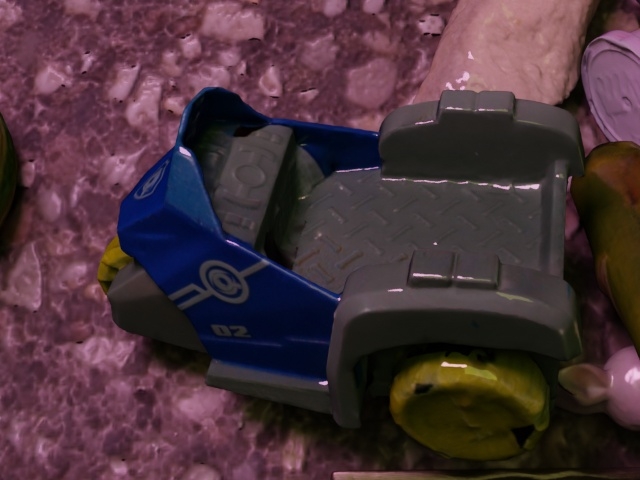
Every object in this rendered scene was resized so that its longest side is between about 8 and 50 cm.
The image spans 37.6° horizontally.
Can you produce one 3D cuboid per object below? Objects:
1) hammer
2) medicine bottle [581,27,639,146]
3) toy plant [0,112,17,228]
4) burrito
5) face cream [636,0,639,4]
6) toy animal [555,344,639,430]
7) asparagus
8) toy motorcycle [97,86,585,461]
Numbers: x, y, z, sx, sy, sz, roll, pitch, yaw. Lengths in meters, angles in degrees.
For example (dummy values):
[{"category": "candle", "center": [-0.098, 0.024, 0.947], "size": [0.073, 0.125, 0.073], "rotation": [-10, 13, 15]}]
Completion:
[{"category": "hammer", "center": [0.152, 0.159, 0.627], "size": [0.292, 0.029, 0.058], "rotation": [-2, 66, 5]}, {"category": "medicine bottle", "center": [0.406, -0.195, 0.706], "size": [0.425, 0.108, 0.108], "rotation": [-28, 69, -8]}, {"category": "toy plant", "center": [-0.332, -0.090, 0.600], "size": [0.224, 0.316, 0.185], "rotation": [-15, 69, -4]}, {"category": "burrito", "center": [0.172, -0.210, 0.746], "size": [0.117, 0.076, 0.392], "rotation": [24, 73, -2]}, {"category": "face cream", "center": [0.339, -0.308, 0.772], "size": [0.144, 0.071, 0.291], "rotation": [34, 74, 6]}, {"category": "toy animal", "center": [0.221, 0.086, 0.624], "size": [0.124, 0.071, 0.085], "rotation": [-41, 72, -12]}, {"category": "asparagus", "center": [0.213, 0.031, 0.588], "size": [0.067, 0.060, 0.278], "rotation": [-23, 36, 14]}, {"category": "toy motorcycle", "center": [0.000, 0.000, 0.594], "size": [0.326, 0.200, 0.191], "rotation": [5, 47, 11]}]
